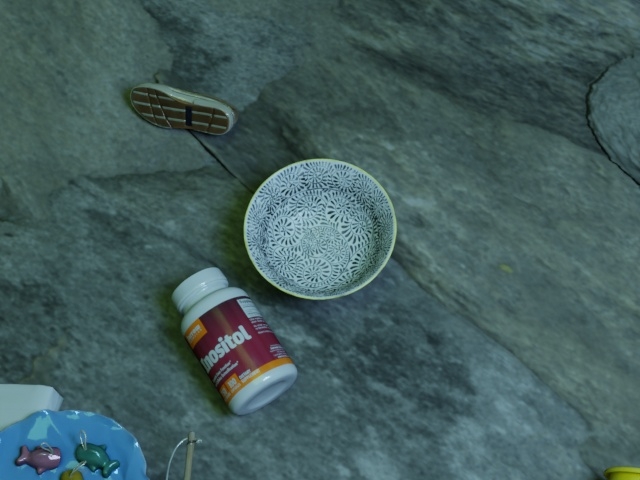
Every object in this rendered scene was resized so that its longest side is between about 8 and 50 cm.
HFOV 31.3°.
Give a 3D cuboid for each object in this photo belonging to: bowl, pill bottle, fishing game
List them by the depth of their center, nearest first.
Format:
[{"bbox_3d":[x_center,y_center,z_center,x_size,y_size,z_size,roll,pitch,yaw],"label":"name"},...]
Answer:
[{"bbox_3d":[-0.258,0.246,1.119,0.264,0.041,0.189,9,55,-1],"label":"fishing game"},{"bbox_3d":[-0.099,0.108,1.251,0.086,0.086,0.152,-32,70,-11],"label":"pill bottle"},{"bbox_3d":[0.000,0.000,1.297,0.170,0.080,0.170,0,67,1],"label":"bowl"}]

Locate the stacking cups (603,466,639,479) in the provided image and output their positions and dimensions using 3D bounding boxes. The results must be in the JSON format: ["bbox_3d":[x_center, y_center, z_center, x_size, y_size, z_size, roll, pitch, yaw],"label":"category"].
[{"bbox_3d":[0.303,0.387,1.125,0.096,0.096,0.316,13,68,6],"label":"stacking cups"}]

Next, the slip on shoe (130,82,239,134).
[{"bbox_3d":[-0.164,-0.163,1.390,0.135,0.051,0.041,12,29,14],"label":"slip on shoe"}]

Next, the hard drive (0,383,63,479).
[{"bbox_3d":[-0.398,0.289,1.156,0.203,0.040,0.307,0,57,17],"label":"hard drive"}]
